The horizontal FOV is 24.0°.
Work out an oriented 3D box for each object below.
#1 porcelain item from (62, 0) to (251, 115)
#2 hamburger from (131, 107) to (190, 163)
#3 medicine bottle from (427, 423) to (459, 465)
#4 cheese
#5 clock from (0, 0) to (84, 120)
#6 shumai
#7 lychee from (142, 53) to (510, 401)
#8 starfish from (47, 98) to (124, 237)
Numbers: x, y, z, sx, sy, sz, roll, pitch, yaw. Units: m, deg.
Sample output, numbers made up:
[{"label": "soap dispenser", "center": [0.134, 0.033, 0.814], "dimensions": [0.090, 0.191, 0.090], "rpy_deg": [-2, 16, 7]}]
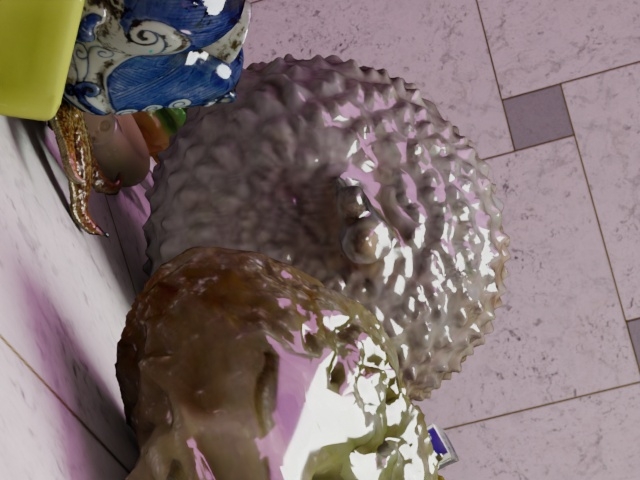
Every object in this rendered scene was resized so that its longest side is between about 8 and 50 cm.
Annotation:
[{"label": "porcelain item", "center": [-0.130, -0.184, 1.252], "dimensions": [0.288, 0.186, 0.138], "rpy_deg": [140, -42, -60]}, {"label": "hamburger", "center": [-0.194, -0.187, 1.835], "dimensions": [0.237, 0.149, 0.237], "rpy_deg": [55, 9, -12]}, {"label": "medicine bottle", "center": [0.060, 0.280, 1.703], "dimensions": [0.052, 0.201, 0.171], "rpy_deg": [60, 4, 12]}, {"label": "cheese", "center": [-0.214, -0.096, 1.646], "dimensions": [0.251, 0.054, 0.127], "rpy_deg": [57, 10, -65]}, {"label": "clock", "center": [-0.242, -0.195, 1.162], "dimensions": [0.202, 0.096, 0.143], "rpy_deg": [-111, -148, -54]}, {"label": "shumai", "center": [-0.023, 0.176, 1.088], "dimensions": [0.283, 0.217, 0.346], "rpy_deg": [-106, 172, -75]}, {"label": "lychee", "center": [0.000, 0.000, 1.531], "dimensions": [0.380, 0.380, 0.432], "rpy_deg": [63, -10, -1]}, {"label": "starfish", "center": [-0.240, -0.114, 1.362], "dimensions": [0.238, 0.057, 0.213], "rpy_deg": [64, -4, -12]}]
